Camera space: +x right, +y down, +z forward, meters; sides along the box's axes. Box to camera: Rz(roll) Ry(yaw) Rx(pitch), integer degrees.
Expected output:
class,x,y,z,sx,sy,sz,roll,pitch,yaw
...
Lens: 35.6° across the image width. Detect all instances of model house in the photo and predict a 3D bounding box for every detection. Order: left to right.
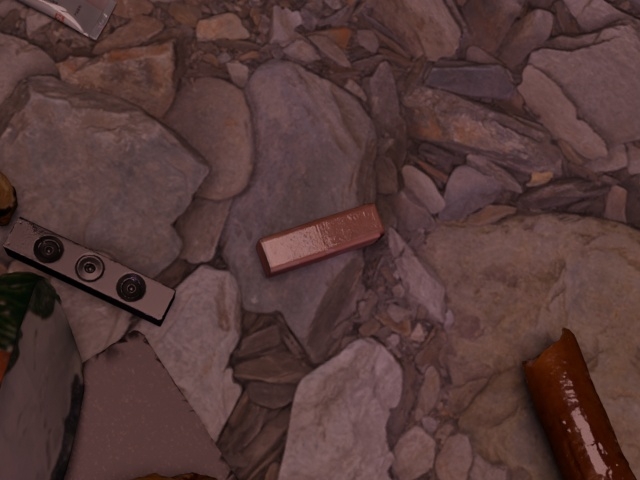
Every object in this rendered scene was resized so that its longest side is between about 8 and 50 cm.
class,x,y,z,sx,sy,sz,roll,pitch,yaw
model house,-0.411,0.169,0.967,0.300,0.190,0.272,4,51,3

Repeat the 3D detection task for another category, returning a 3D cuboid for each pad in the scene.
class,x,y,z,sx,sy,sz,roll,pitch,yaw
pad,-0.200,0.289,1.080,0.220,0.004,0.330,-32,84,-16

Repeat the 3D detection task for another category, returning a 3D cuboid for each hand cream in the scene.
class,x,y,z,sx,sy,sz,roll,pitch,yaw
hand cream,-0.354,-0.313,1.190,0.216,0.038,0.052,27,97,-9

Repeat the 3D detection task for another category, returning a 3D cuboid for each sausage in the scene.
class,x,y,z,sx,sy,sz,roll,pitch,yaw
sausage,0.315,0.250,1.139,0.102,0.076,0.302,-7,72,-56

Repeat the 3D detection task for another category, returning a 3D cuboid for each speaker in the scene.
class,x,y,z,sx,sy,sz,roll,pitch,yaw
speaker,-0.256,0.036,1.112,0.191,0.046,0.040,25,72,-2

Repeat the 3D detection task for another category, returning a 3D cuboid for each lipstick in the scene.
class,x,y,z,sx,sy,sz,roll,pitch,yaw
lipstick,0.000,0.000,1.168,0.145,0.045,0.045,-19,82,-14

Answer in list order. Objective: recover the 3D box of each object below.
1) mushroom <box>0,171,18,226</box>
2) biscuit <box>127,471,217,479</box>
class,x,y,z,sx,sy,sz,roll,pitch,yaw
mushroom,-0.411,-0.192,1.044,0.301,0.233,0.208,35,80,0
biscuit,-0.161,0.405,1.008,0.289,0.081,0.334,-12,88,-21
